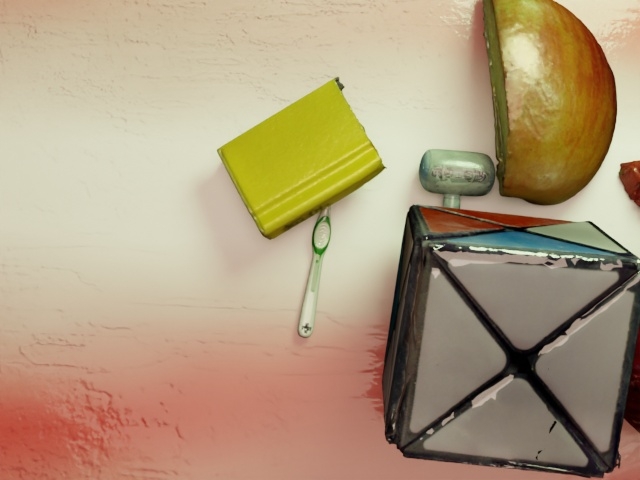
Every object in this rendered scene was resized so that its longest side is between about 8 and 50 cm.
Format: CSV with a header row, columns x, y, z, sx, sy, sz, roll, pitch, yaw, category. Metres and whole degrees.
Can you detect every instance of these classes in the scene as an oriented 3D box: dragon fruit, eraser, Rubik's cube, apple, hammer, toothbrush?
x,y,z,sx,sy,sz,roll,pitch,yaw,category
0.544,-0.075,1.633,0.162,0.083,0.106,0,88,-2,dragon fruit
-0.028,-0.120,1.623,0.226,0.069,0.158,-30,80,7,eraser
0.245,0.130,1.489,0.305,0.307,0.310,5,100,-1,Rubik's cube
0.332,-0.229,1.623,0.179,0.254,0.345,-8,84,41,apple
0.204,-0.041,1.645,0.116,0.069,0.193,4,94,0,hammer
0.000,0.000,1.655,0.030,0.030,0.303,10,86,1,toothbrush

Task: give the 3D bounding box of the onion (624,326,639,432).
x,y,z,sx,sy,sz,roll,pitch,yaw,category
0.538,0.141,1.543,0.314,0.232,0.313,-7,111,-19,onion
